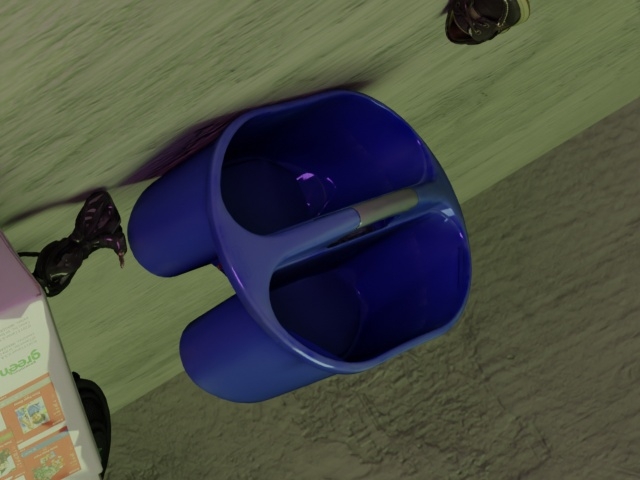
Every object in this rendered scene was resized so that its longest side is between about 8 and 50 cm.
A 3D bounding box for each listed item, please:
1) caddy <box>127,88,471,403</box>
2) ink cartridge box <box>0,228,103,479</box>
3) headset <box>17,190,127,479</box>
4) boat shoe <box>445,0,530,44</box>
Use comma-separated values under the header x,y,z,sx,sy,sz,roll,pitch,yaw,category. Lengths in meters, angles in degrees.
x,y,z,sx,sy,sz,roll,pitch,yaw,category
0.000,0.000,1.659,0.179,0.241,0.341,-28,175,37,caddy
-0.335,0.164,1.410,0.309,0.130,0.271,-26,135,-16,ink cartridge box
-0.278,0.129,1.661,0.185,0.243,0.394,-57,178,-47,headset
0.136,-0.189,1.571,0.049,0.056,0.152,-33,174,-7,boat shoe
